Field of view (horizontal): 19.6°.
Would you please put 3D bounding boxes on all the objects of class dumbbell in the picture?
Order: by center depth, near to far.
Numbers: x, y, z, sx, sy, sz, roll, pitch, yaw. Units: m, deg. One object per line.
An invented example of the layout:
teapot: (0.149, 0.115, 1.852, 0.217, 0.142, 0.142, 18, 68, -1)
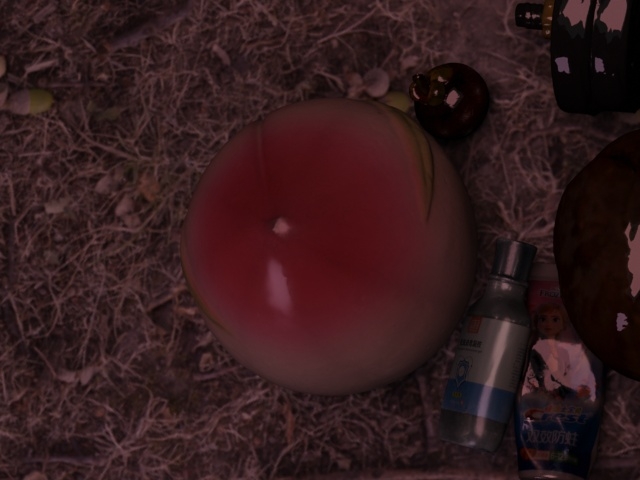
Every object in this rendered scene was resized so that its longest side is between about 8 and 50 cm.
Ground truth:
dumbbell: (0.374, -0.194, 1.748, 0.388, 0.185, 0.185, 9, 84, 19)

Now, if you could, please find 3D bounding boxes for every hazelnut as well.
hazelnut: (0.323, 0.013, 1.714, 0.218, 0.218, 0.234, -13, 70, 15)

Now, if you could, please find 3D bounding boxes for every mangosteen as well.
mangosteen: (0.130, -0.140, 1.869, 0.081, 0.081, 0.081, -3, 80, 17)

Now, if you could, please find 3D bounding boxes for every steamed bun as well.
steamed bun: (0.000, 0.000, 1.779, 0.309, 0.309, 0.309, -3, 80, 17)

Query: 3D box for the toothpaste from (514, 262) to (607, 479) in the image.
toothpaste: (0.234, 0.151, 1.807, 0.096, 0.061, 0.266, 4, 76, 18)

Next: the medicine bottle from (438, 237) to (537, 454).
medicine bottle: (0.168, 0.103, 1.815, 0.054, 0.090, 0.208, 16, 85, -21)
